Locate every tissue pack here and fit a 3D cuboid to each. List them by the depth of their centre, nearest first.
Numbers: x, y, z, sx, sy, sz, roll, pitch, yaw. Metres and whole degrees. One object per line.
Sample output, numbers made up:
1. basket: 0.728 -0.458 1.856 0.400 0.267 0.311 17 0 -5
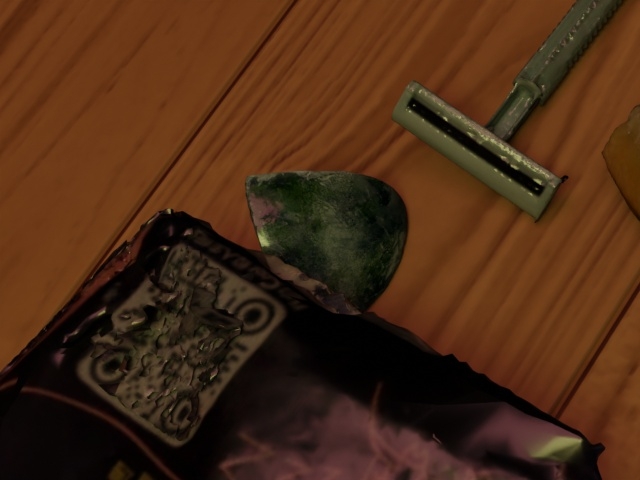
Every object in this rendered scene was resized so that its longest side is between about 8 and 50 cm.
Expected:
1. tissue pack: -0.075 0.160 0.590 0.245 0.123 0.332 30 67 29

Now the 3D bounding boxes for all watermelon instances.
1. watermelon: 0.000 0.000 0.727 0.061 0.085 0.085 -4 53 55

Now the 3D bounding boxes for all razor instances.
1. razor: 0.129 -0.109 0.747 0.084 0.036 0.211 36 70 11

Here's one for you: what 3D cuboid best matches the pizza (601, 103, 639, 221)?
1. pizza: 0.251 -0.082 0.674 0.181 0.034 0.262 28 73 34
